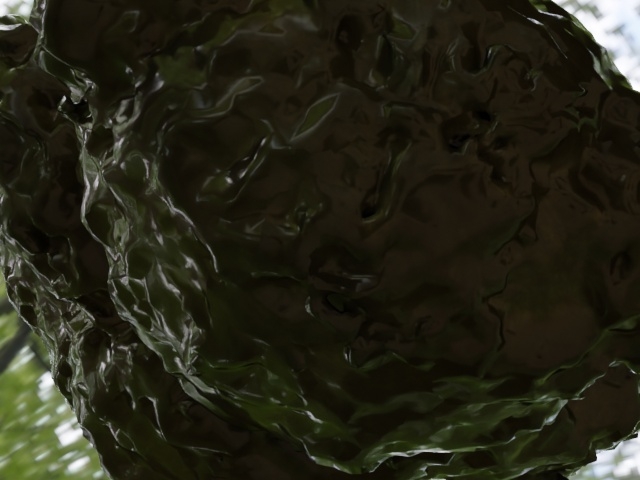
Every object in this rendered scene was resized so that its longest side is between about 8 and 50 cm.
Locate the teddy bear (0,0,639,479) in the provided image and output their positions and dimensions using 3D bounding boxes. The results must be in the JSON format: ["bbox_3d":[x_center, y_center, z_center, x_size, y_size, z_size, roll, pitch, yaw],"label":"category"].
[{"bbox_3d":[0.000,0.000,0.547,0.267,0.256,0.156,21,-121,-5],"label":"teddy bear"}]
